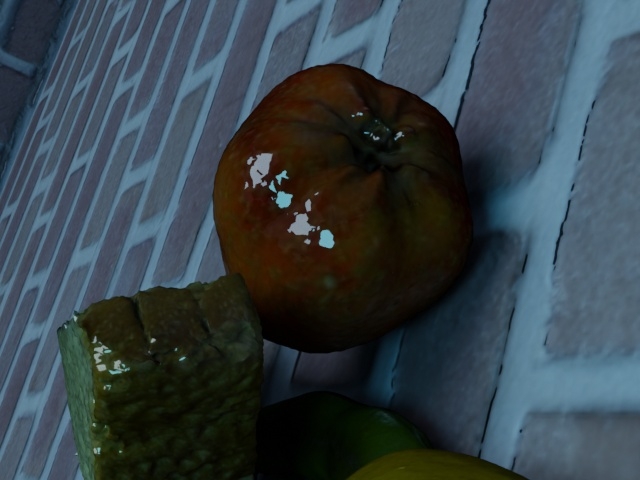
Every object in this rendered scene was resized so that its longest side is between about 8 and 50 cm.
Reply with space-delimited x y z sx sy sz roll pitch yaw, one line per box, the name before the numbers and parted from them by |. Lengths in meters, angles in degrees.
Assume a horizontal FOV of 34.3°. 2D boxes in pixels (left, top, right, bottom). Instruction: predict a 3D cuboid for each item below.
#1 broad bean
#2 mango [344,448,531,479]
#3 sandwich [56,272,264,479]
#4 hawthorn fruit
broad bean | 0.005 0.120 0.604 0.254 0.046 0.065 -13 72 62
mango | 0.057 0.142 0.398 0.195 0.137 0.098 -108 12 -77
sandwich | -0.102 0.090 0.620 0.254 0.100 0.288 -111 18 -48
hawthorn fruit | 0.000 0.000 0.622 0.203 0.163 0.162 118 162 -53
